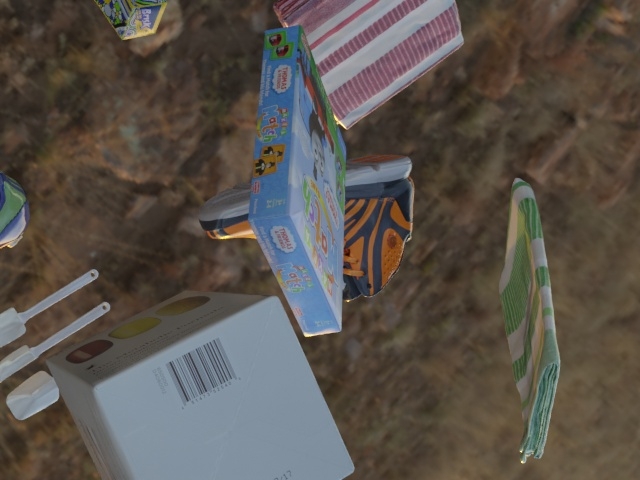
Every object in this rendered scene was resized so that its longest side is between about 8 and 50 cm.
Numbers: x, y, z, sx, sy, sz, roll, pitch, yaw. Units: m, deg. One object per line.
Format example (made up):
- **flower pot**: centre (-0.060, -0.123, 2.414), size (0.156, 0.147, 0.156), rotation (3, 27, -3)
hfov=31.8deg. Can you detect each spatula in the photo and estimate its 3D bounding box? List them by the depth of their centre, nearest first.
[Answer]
- **spatula**: centre (-0.430, 0.163, 1.832), size (0.242, 0.168, 0.019), rotation (-34, -171, -36)

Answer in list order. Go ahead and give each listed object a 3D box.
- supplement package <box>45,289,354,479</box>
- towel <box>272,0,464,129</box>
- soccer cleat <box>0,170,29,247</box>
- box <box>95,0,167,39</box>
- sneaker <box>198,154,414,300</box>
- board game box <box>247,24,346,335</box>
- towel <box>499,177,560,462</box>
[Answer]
- **supplement package**: centre (-0.101, 0.124, 0.827), size (0.139, 0.134, 0.244), rotation (-26, -172, -20)
- **towel**: centre (0.079, -0.296, 1.545), size (0.237, 0.037, 0.329), rotation (-35, 155, 0)
- **soccer cleat**: centre (-0.458, -0.002, 1.211), size (0.289, 0.093, 0.121), rotation (-24, 155, -12)
- **box**: centre (-0.268, -0.341, 1.450), size (0.054, 0.169, 0.059), rotation (-19, 153, -39)
- **sneaker**: centre (0.000, 0.000, 1.454), size (0.321, 0.124, 0.180), rotation (-13, 104, -30)
- **board game box**: centre (-0.015, -0.051, 0.950), size (0.039, 0.211, 0.160), rotation (-7, 141, 13)
- **towel**: centre (0.283, 0.106, 1.542), size (0.038, 0.325, 0.248), rotation (0, 139, 3)
